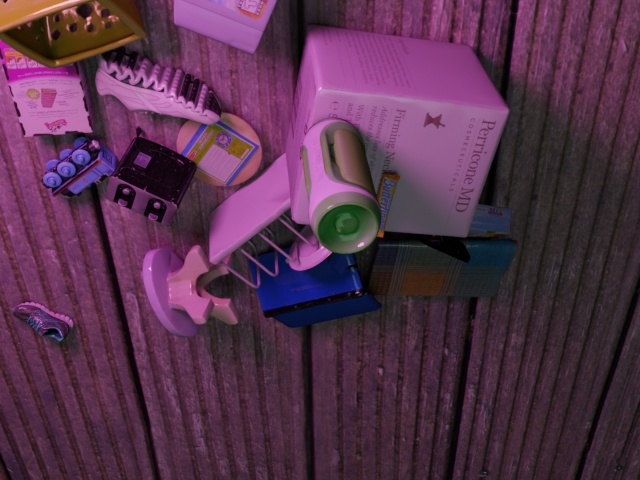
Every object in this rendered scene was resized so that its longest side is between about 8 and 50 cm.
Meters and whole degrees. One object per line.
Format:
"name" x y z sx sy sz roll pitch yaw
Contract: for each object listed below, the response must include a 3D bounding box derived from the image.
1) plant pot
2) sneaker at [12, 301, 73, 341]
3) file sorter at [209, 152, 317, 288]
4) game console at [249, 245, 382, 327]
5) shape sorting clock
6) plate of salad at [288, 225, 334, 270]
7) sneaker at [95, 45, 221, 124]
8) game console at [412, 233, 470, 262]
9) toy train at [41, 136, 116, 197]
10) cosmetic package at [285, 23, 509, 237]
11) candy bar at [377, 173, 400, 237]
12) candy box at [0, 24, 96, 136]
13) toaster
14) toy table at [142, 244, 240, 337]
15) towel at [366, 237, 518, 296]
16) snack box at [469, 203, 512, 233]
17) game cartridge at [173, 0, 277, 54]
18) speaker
"plant pot" -0.498 -0.489 1.461 0.228 0.227 0.207 -15 83 7
"sneaker" -0.767 0.226 2.080 0.166 0.076 0.065 22 121 -20
"file sorter" -0.118 -0.040 1.872 0.277 0.193 0.173 -36 125 20
"game console" -0.011 0.119 2.075 0.293 0.173 0.250 -14 96 17
"shape sorting clock" -0.243 -0.220 1.817 0.206 0.040 0.206 1 131 1
"plate of salad" 0.000 0.000 1.903 0.199 0.200 0.048 -35 121 19
"sneaker" -0.364 -0.329 1.695 0.292 0.110 0.118 24 129 -12
"game console" 0.188 -0.042 1.845 0.213 0.361 0.044 25 90 -60
"toy train" -0.579 -0.167 1.805 0.184 0.080 0.105 -33 128 18
"cosmetic package" 0.144 -0.241 1.659 0.393 0.327 0.330 4 126 -10
"candy bar" 0.129 -0.074 1.567 0.040 0.018 0.162 6 127 -10
"candy box" -0.600 -0.350 1.669 0.159 0.071 0.234 -4 126 -3
"toaster" -0.395 -0.144 1.773 0.168 0.186 0.110 25 137 -10
"toy table" -0.327 0.129 1.966 0.160 0.252 0.274 -9 138 22
"towel" 0.320 0.074 2.041 0.369 0.040 0.271 1 146 -5
"snack box" 0.355 -0.052 1.900 0.174 0.207 0.070 9 84 -12
"game cartridge" -0.165 -0.518 1.436 0.198 0.062 0.297 14 125 -22
"speaker" 0.033 -0.106 1.359 0.131 0.297 0.131 -3 127 -3
